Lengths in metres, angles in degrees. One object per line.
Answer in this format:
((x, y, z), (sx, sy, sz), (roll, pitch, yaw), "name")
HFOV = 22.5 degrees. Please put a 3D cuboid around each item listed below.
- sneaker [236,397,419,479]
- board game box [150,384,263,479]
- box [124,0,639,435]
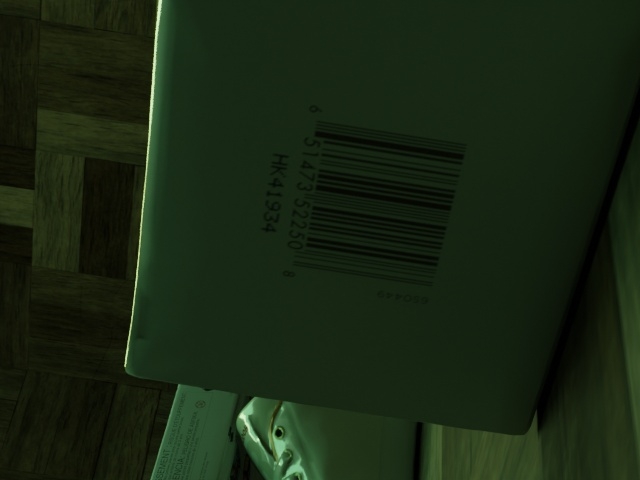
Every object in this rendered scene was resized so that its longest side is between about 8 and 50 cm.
((-0.001, 0.173, 1.055), (0.106, 0.123, 0.290), (103, 174, -47), "sneaker")
((-0.073, 0.244, 1.176), (0.193, 0.053, 0.305), (-77, -14, -48), "board game box")
((0.029, -0.120, 0.703), (0.345, 0.168, 0.215), (-83, 2, -50), "box")
